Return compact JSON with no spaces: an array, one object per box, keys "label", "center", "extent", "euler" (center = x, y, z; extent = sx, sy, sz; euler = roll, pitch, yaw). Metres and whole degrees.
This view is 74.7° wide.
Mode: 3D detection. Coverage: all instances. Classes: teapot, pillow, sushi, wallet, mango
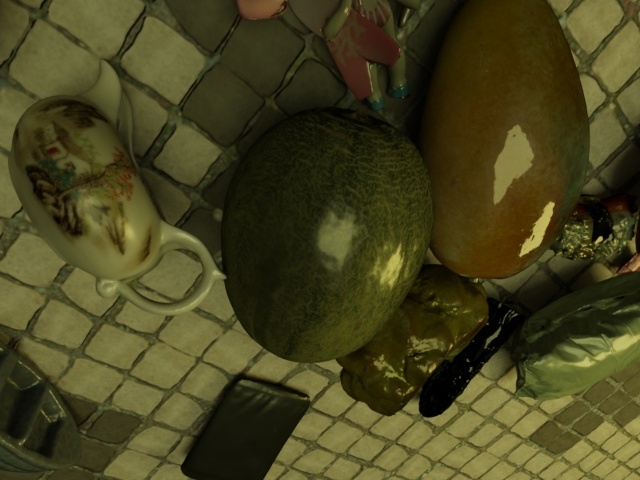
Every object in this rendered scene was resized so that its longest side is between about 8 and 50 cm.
[{"label":"teapot","center":[-0.227,-0.048,0.463],"extent":[0.139,0.204,0.298],"euler":[-26,92,-17]},{"label":"pillow","center":[0.494,0.187,0.784],"extent":[0.310,0.138,0.283],"euler":[-28,142,0]},{"label":"sushi","center":[0.431,-0.017,0.701],"extent":[0.226,0.103,0.097],"euler":[-6,135,-8]},{"label":"wallet","center":[-0.140,0.369,0.802],"extent":[0.168,0.052,0.245],"euler":[26,104,-24]},{"label":"mango","center":[0.228,-0.127,0.540],"extent":[0.221,0.199,0.384],"euler":[-7,104,-32]}]

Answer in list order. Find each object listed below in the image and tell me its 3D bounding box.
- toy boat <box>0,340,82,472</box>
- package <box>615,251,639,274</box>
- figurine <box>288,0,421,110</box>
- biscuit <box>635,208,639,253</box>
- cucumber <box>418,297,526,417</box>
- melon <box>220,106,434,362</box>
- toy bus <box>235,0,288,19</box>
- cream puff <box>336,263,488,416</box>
[{"label":"toy boat","center":[-0.456,0.256,0.620],"extent":[0.078,0.127,0.283],"euler":[-18,125,-3]},{"label":"package","center":[0.615,0.049,0.818],"extent":[0.083,0.029,0.059],"euler":[17,116,-30]},{"label":"figurine","center":[0.074,-0.279,0.473],"extent":[0.205,0.103,0.260],"euler":[-22,130,1]},{"label":"biscuit","center":[0.585,-0.076,0.701],"extent":[0.208,0.041,0.290],"euler":[-17,113,-31]},{"label":"cucumber","center":[0.272,0.235,0.810],"extent":[0.081,0.072,0.303],"euler":[13,115,-40]},{"label":"melon","center":[0.000,0.000,0.520],"extent":[0.248,0.248,0.329],"euler":[10,114,-18]},{"label":"toy bus","center":[-0.073,-0.333,0.416],"extent":[0.063,0.090,0.203],"euler":[-11,119,-6]},{"label":"cream puff","center":[0.130,0.144,0.685],"extent":[0.282,0.185,0.282],"euler":[-38,156,-21]}]
